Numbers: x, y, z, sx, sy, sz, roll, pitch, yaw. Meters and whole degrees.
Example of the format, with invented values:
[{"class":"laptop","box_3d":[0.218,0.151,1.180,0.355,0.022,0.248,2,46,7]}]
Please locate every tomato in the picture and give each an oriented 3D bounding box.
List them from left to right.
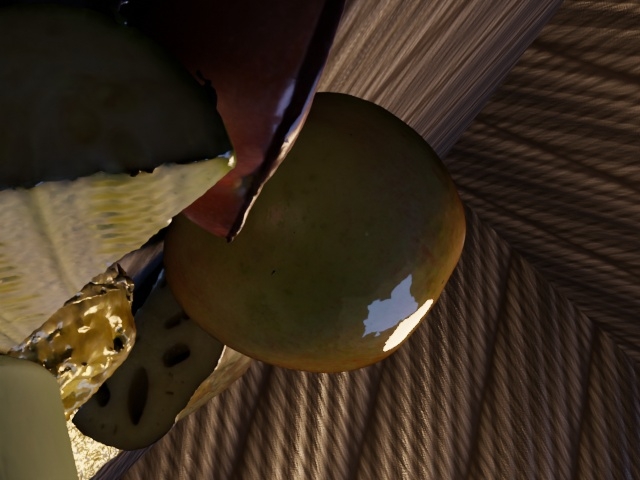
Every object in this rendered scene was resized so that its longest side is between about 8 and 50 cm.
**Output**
[{"class":"tomato","box_3d":[-0.059,-0.119,0.457,0.228,0.112,0.199,128,-19,-52]}]

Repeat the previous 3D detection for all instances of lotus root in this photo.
[{"class":"lotus root","box_3d":[-0.182,0.165,1.036,0.267,0.149,0.260,-58,169,0]}]

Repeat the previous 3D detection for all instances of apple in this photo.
[{"class":"apple","box_3d":[0.000,0.000,0.803,0.319,0.277,0.319,-51,175,-7]}]

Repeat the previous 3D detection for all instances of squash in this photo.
[{"class":"squash","box_3d":[-0.161,-0.014,0.432,0.203,0.111,0.289,-12,161,-11]}]

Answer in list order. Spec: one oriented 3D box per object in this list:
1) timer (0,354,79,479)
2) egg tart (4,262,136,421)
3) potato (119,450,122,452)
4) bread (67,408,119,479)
[{"class":"timer","box_3d":[-0.255,0.277,0.455,0.290,0.315,0.291,-28,163,-9]},{"class":"egg tart","box_3d":[-0.282,0.142,0.721,0.279,0.095,0.279,-44,172,-8]},{"class":"potato","box_3d":[-0.400,0.340,1.153,0.243,0.098,0.138,-37,167,-24]},{"class":"bread","box_3d":[-0.393,0.306,0.979,0.178,0.142,0.266,-31,-176,41]}]
